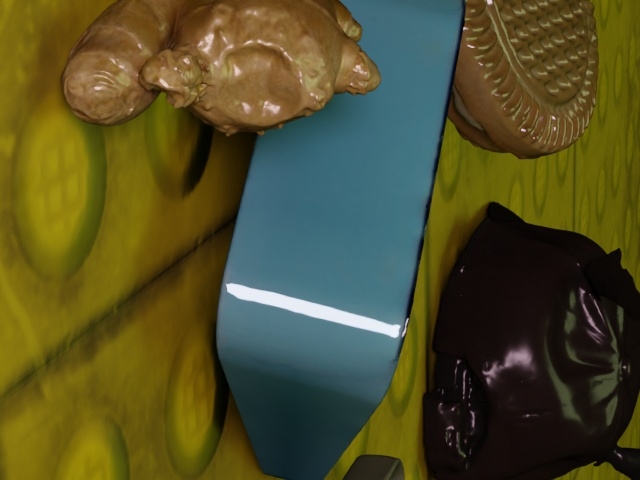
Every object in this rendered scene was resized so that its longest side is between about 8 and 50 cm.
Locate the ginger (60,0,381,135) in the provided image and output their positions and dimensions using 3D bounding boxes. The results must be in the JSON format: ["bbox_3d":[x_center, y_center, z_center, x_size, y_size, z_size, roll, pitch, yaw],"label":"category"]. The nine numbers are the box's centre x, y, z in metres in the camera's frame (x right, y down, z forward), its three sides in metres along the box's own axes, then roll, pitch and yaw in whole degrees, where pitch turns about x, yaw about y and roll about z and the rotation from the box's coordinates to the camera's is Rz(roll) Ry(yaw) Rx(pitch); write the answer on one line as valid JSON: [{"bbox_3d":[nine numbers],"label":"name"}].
[{"bbox_3d":[-0.032,-0.101,0.727,0.081,0.115,0.205,67,25,-22],"label":"ginger"}]

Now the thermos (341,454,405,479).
[{"bbox_3d":[0.021,0.216,0.926,0.265,0.146,0.176,12,83,-80],"label":"thermos"}]

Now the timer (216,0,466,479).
[{"bbox_3d":[0.000,0.000,0.895,0.250,0.091,0.232,106,-5,-65],"label":"timer"}]

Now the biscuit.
[{"bbox_3d":[0.126,-0.178,1.161,0.259,0.079,0.259,28,56,-51],"label":"biscuit"}]

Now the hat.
[{"bbox_3d":[0.225,0.085,1.399,0.336,0.209,0.238,-51,138,-62],"label":"hat"}]
